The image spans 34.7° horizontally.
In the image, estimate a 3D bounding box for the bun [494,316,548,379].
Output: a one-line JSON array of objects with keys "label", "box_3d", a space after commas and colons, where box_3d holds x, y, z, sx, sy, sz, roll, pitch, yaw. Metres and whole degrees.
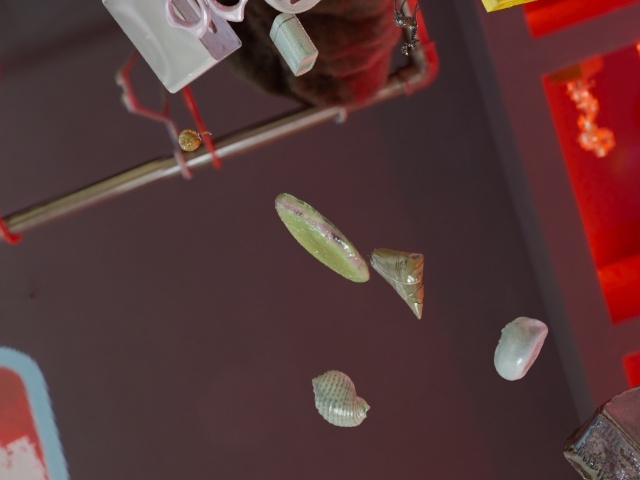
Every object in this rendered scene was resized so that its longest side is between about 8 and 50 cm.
[{"label": "bun", "box_3d": [0.405, 0.217, 2.106, 0.083, 0.141, 0.141, 28, -140, 22]}]

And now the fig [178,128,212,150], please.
[{"label": "fig", "box_3d": [-0.278, -0.228, 2.280, 0.050, 0.050, 0.083, -2, -161, 46]}]

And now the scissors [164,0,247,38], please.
[{"label": "scissors", "box_3d": [-0.159, -0.331, 1.160, 0.110, 0.212, 0.021, -17, -146, 16]}]

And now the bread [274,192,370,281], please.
[{"label": "bread", "box_3d": [0.000, 0.000, 1.858, 0.033, 0.228, 0.228, -47, -157, -10]}]

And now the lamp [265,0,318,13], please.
[{"label": "lamp", "box_3d": [-0.046, -0.462, 1.520, 0.179, 0.246, 0.108, -17, -146, -26]}]

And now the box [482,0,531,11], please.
[{"label": "box", "box_3d": [0.375, -0.515, 1.887, 0.269, 0.152, 0.043, -22, 172, -36]}]

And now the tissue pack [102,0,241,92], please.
[{"label": "tissue pack", "box_3d": [-0.310, -0.457, 2.150, 0.136, 0.246, 0.159, -31, -168, 27]}]

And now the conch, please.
[{"label": "conch", "box_3d": [0.037, 0.402, 2.576, 0.102, 0.135, 0.153, -10, -134, -41]}]

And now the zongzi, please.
[{"label": "zongzi", "box_3d": [0.195, 0.111, 2.713, 0.081, 0.178, 0.189, -16, -164, -39]}]

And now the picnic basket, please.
[{"label": "picnic basket", "box_3d": [0.585, 0.379, 1.782, 0.222, 0.129, 0.297, -19, -134, -28]}]

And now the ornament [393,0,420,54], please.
[{"label": "ornament", "box_3d": [0.189, -0.470, 2.265, 0.073, 0.125, 0.028, 14, 167, -30]}]

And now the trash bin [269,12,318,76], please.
[{"label": "trash bin", "box_3d": [-0.067, -0.499, 2.597, 0.059, 0.130, 0.116, -29, 170, -18]}]
